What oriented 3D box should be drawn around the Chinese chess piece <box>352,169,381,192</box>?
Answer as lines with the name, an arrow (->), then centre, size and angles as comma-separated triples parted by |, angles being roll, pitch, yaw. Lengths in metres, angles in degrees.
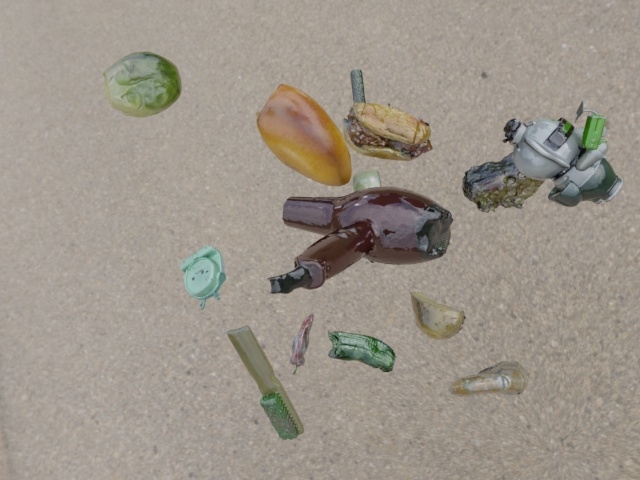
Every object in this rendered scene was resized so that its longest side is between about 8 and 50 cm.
Chinese chess piece -> 0.171, -0.124, 1.585 | 0.092, 0.237, 0.237 | -12, 63, 9

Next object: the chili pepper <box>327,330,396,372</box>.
chili pepper -> 0.121, 0.332, 1.431 | 0.225, 0.061, 0.097 | 19, 81, -4

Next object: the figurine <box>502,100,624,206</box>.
figurine -> 0.373, -0.132, 0.736 | 0.193, 0.147, 0.126 | 33, 96, 4

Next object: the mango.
mango -> -0.038, -0.293, 1.407 | 0.201, 0.350, 0.199 | -42, 12, 10

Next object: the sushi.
sushi -> 0.503, -0.146, 1.293 | 0.213, 0.147, 0.114 | -14, 42, -2

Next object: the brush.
brush -> -0.113, 0.300, 0.967 | 0.054, 0.282, 0.048 | -17, 18, 20

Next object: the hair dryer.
hair dryer -> 0.000, 0.000, 0.697 | 0.313, 0.341, 0.123 | 8, 111, 34

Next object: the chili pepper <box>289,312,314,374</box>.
chili pepper -> -0.048, 0.248, 1.143 | 0.050, 0.041, 0.153 | 180, 103, -70

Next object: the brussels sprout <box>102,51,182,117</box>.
brussels sprout -> -0.440, -0.389, 1.169 | 0.181, 0.144, 0.161 | -7, 84, -23

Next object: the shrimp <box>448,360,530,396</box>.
shrimp -> 0.535, 0.432, 1.445 | 0.221, 0.446, 0.109 | -22, 69, 29

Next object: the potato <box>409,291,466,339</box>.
potato -> 0.391, 0.279, 1.698 | 0.243, 0.098, 0.138 | 23, 105, 58

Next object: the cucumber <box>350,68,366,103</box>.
cucumber -> 0.160, -0.621, 1.975 | 0.058, 0.058, 0.186 | -10, 78, 22

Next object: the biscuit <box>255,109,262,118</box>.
biscuit -> -0.141, -0.478, 1.723 | 0.144, 0.236, 0.040 | -6, 106, 14

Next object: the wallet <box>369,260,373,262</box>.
wallet -> 0.149, -0.038, 1.954 | 0.318, 0.172, 0.045 | 51, 119, 11

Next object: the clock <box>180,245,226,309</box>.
clock -> -0.404, 0.133, 1.642 | 0.159, 0.066, 0.210 | -33, 55, 16

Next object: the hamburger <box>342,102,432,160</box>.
hamburger -> 0.215, -0.368, 1.622 | 0.245, 0.155, 0.282 | -25, 61, -28
